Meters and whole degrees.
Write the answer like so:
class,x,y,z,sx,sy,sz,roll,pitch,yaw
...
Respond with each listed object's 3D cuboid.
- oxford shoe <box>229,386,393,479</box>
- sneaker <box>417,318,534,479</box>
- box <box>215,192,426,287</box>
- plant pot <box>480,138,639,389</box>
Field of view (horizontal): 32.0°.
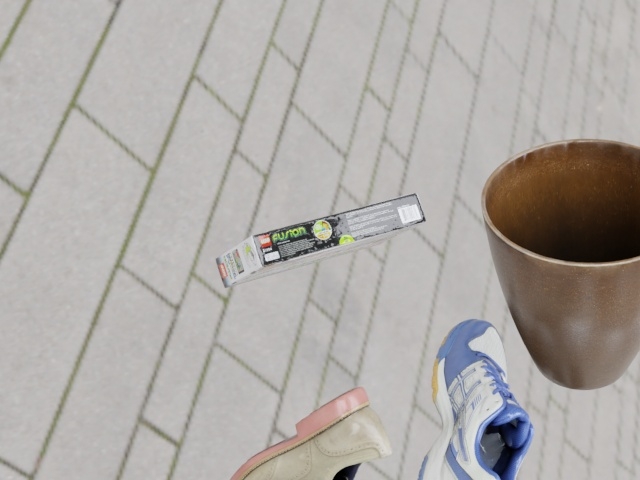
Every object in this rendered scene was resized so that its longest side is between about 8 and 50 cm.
class,x,y,z,sx,sy,sz,roll,pitch,yaw
oxford shoe,-0.029,0.366,1.744,0.123,0.348,0.130,-17,69,-51
sneaker,0.205,0.209,1.329,0.112,0.131,0.296,33,46,-24
box,0.000,0.000,1.218,0.207,0.114,0.036,-15,84,-28
plant pot,0.286,0.044,1.209,0.215,0.215,0.230,-59,150,-44
